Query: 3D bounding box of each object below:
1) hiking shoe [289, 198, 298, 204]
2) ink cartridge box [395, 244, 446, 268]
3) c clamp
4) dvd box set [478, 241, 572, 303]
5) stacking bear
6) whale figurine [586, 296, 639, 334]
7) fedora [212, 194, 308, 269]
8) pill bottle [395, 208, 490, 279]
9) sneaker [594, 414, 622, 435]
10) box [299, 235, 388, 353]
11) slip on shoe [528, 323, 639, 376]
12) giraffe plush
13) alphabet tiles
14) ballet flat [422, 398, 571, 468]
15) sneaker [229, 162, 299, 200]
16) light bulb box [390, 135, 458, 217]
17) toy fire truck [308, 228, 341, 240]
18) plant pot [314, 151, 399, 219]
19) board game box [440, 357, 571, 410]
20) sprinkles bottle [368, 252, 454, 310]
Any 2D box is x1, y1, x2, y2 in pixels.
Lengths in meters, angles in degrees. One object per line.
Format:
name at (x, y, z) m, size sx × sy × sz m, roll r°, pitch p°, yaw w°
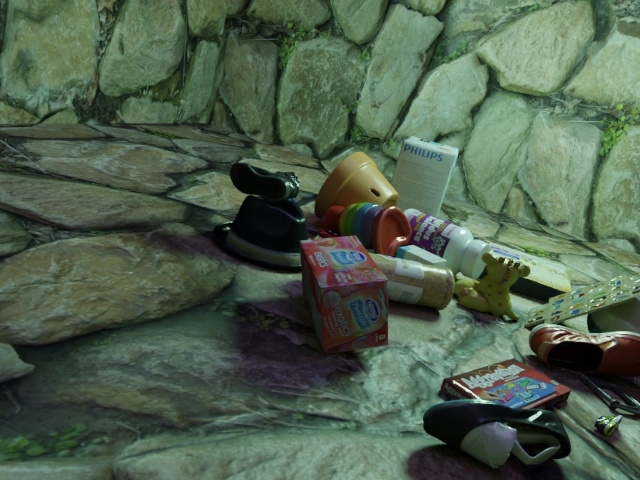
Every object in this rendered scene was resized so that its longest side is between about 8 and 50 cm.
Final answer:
hiking shoe at (-0.123, -0.111, 2.052) m, size 0.132 × 0.113 × 0.304 m, roll 10°, pitch 16°, yaw -14°
ink cartridge box at (0.305, 0.083, 1.811) m, size 0.143 × 0.090 × 0.092 m, roll 27°, pitch 20°, yaw 35°
c clamp at (0.646, 0.345, 1.350) m, size 0.137 × 0.022 × 0.161 m, roll 15°, pitch 13°, yaw -19°
dvd box set at (0.734, 0.115, 2.151) m, size 0.307 × 0.062 × 0.420 m, roll 19°, pitch 16°, yaw 14°
stacking bear at (0.124, -0.048, 1.969) m, size 0.289 × 0.164 × 0.175 m, roll 11°, pitch 42°, yaw 43°
whale figurine at (0.844, 0.273, 1.626) m, size 0.216 × 0.141 × 0.272 m, roll -7°, pitch 46°, yaw -21°
fedora at (-0.141, -0.041, 1.719) m, size 0.334 × 0.153 × 0.334 m, roll 13°, pitch 16°, yaw -4°
pill bottle at (0.398, 0.016, 1.986) m, size 0.301 × 0.169 × 0.169 m, roll 23°, pitch 18°, yaw 30°
sneaker at (0.576, 0.362, 1.197) m, size 0.035 × 0.031 × 0.083 m, roll 27°, pitch 19°, yaw 39°
box at (0.045, 0.108, 1.322) m, size 0.142 × 0.154 × 0.300 m, roll -5°, pitch 18°, yaw -8°
slip on shoe at (0.673, 0.278, 1.434) m, size 0.331 × 0.123 × 0.101 m, roll 10°, pitch 23°, yaw 2°
giraffe plush at (0.499, 0.118, 1.716) m, size 0.181 × 0.171 × 0.210 m, roll 8°, pitch 17°, yaw -23°
alphabet tiles at (0.746, 0.165, 1.673) m, size 0.342 × 0.011 × 0.285 m, roll -23°, pitch 0°, yaw 25°
ballet flat at (0.306, 0.321, 0.989) m, size 0.280 × 0.095 × 0.096 m, roll 8°, pitch 29°, yaw -23°
sneaker at (-0.152, -0.168, 1.730) m, size 0.227 × 0.087 × 0.130 m, roll 18°, pitch 13°, yaw 31°
light bulb box at (0.420, -0.235, 2.526) m, size 0.225 × 0.361 × 0.358 m, roll 18°, pitch 15°, yaw 9°
toy fire truck at (0.000, 0.000, 1.903) m, size 0.192 × 0.047 × 0.135 m, roll 28°, pitch 21°, yaw 37°
plant pot at (0.146, -0.145, 2.177) m, size 0.203 × 0.291 × 0.291 m, roll 39°, pitch 23°, yaw 19°
board game box at (0.385, 0.306, 1.227) m, size 0.281 × 0.027 × 0.145 m, roll -1°, pitch 21°, yaw -45°
sprinkles bottle at (0.170, 0.097, 1.584) m, size 0.355 × 0.121 × 0.121 m, roll 12°, pitch 16°, yaw -11°
